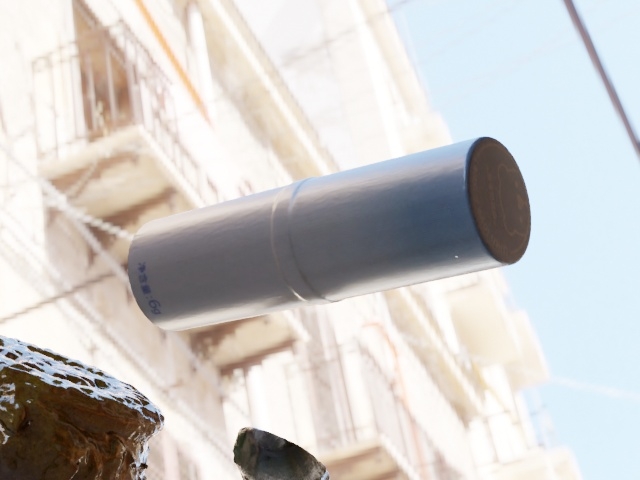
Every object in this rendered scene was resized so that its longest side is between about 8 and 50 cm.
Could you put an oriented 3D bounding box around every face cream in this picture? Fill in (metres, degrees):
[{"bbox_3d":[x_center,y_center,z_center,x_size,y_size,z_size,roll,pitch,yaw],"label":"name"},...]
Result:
[{"bbox_3d":[0.000,0.000,0.871,0.250,0.077,0.077,-12,-33,35],"label":"face cream"}]

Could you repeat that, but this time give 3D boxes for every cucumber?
[{"bbox_3d":[-0.031,0.152,0.948,0.067,0.035,0.107,22,-19,14],"label":"cucumber"}]

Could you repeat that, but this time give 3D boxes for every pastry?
[{"bbox_3d":[-0.255,0.162,1.217,0.235,0.240,0.132,20,-91,-38],"label":"pastry"}]
